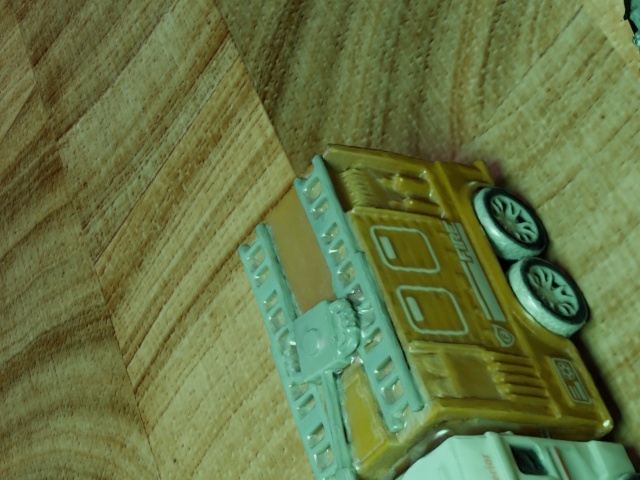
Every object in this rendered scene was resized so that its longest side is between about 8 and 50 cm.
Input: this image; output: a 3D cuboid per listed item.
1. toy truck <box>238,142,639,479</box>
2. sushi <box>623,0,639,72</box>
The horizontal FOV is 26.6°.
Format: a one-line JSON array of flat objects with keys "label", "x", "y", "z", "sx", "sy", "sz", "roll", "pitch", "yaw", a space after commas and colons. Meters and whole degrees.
[{"label": "toy truck", "x": 0.085, "y": 0.118, "z": 0.956, "sx": 0.173, "sy": 0.207, "sz": 0.388, "roll": -49, "pitch": 47, "yaw": 32}, {"label": "sushi", "x": 0.300, "y": -0.168, "z": 0.796, "sx": 0.225, "sy": 0.218, "sz": 0.239, "roll": -87, "pitch": -10, "yaw": -74}]
